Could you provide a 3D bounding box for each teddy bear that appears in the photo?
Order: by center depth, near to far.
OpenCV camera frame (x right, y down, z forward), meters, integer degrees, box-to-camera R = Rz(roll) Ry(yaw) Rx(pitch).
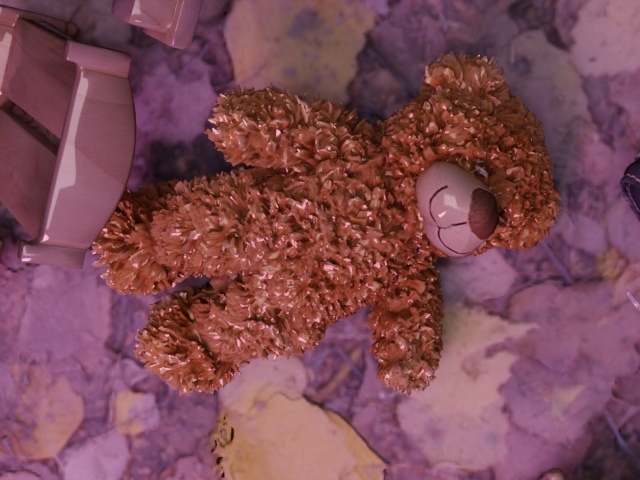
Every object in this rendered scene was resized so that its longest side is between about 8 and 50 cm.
[{"bbox_3d":[0.000,0.000,0.796,0.338,0.113,0.245,-4,100,9],"label":"teddy bear"}]

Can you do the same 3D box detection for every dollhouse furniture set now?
[{"bbox_3d":[-0.103,-0.081,0.746,0.174,0.303,0.355,9,104,-31],"label":"dollhouse furniture set"}]

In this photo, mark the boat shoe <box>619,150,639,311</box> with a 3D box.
[{"bbox_3d":[0.275,0.053,0.773,0.079,0.095,0.254,-37,100,1],"label":"boat shoe"}]

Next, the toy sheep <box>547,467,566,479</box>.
[{"bbox_3d":[0.187,0.221,0.811,0.091,0.091,0.132,-19,111,11],"label":"toy sheep"}]
